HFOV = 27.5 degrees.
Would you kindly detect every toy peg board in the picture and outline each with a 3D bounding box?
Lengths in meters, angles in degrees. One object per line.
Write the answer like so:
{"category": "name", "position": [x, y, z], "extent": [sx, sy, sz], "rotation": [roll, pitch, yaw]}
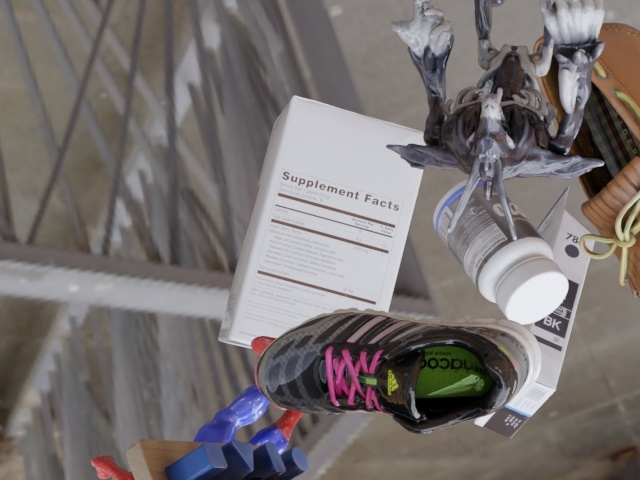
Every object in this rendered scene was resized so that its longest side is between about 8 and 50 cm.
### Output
{"category": "toy peg board", "position": [-0.030, 0.198, 0.894], "extent": [0.079, 0.160, 0.161], "rotation": [-34, 155, 22]}

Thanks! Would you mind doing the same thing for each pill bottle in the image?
{"category": "pill bottle", "position": [0.169, 0.010, 1.224], "extent": [0.078, 0.137, 0.078], "rotation": [-17, 137, -17]}

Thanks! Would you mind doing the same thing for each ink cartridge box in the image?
{"category": "ink cartridge box", "position": [0.306, 0.097, 1.815], "extent": [0.065, 0.332, 0.165], "rotation": [22, 146, -1]}

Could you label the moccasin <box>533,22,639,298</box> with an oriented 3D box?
{"category": "moccasin", "position": [0.312, -0.045, 1.282], "extent": [0.147, 0.380, 0.139], "rotation": [-7, 163, -30]}

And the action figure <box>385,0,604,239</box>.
{"category": "action figure", "position": [0.136, -0.142, 0.982], "extent": [0.164, 0.275, 0.141], "rotation": [1, 144, 18]}

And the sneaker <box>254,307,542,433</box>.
{"category": "sneaker", "position": [0.040, 0.076, 0.753], "extent": [0.170, 0.063, 0.075], "rotation": [-2, -172, 13]}

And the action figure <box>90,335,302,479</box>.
{"category": "action figure", "position": [-0.121, 0.190, 1.035], "extent": [0.139, 0.280, 0.091], "rotation": [-4, 120, 29]}

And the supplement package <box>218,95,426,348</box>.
{"category": "supplement package", "position": [0.000, 0.000, 1.574], "extent": [0.175, 0.293, 0.177], "rotation": [15, 173, -7]}
